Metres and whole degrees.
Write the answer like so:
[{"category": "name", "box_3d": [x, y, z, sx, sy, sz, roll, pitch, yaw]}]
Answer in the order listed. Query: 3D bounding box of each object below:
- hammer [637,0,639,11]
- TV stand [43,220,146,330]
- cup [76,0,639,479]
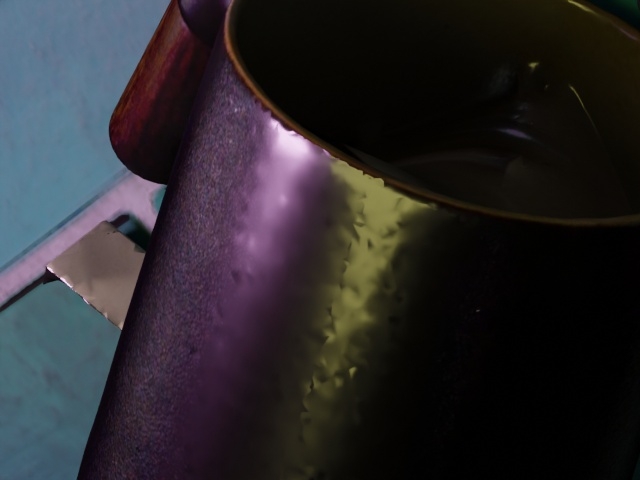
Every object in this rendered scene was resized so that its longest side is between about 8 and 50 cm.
[{"category": "hammer", "box_3d": [0.174, -0.104, 0.435, 0.246, 0.029, 0.103, -35, 87, 45]}, {"category": "TV stand", "box_3d": [-0.001, 0.073, 0.651, 0.249, 0.036, 0.042, 37, 151, 19]}, {"category": "cup", "box_3d": [-0.007, 0.008, 0.540, 0.239, 0.166, 0.177, 31, 128, 23]}]
